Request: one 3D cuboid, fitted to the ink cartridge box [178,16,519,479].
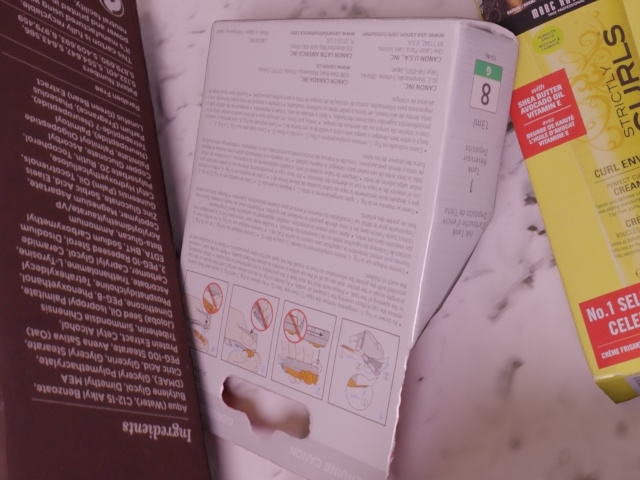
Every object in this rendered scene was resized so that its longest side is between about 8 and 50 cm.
[{"bbox_3d":[0.000,0.000,0.498,0.181,0.056,0.224,13,99,45],"label":"ink cartridge box"}]

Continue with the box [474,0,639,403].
[{"bbox_3d":[0.136,-0.049,0.451,0.087,0.058,0.232,-20,64,20],"label":"box"}]

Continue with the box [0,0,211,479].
[{"bbox_3d":[-0.191,0.026,0.537,0.191,0.143,0.381,-27,63,27],"label":"box"}]
